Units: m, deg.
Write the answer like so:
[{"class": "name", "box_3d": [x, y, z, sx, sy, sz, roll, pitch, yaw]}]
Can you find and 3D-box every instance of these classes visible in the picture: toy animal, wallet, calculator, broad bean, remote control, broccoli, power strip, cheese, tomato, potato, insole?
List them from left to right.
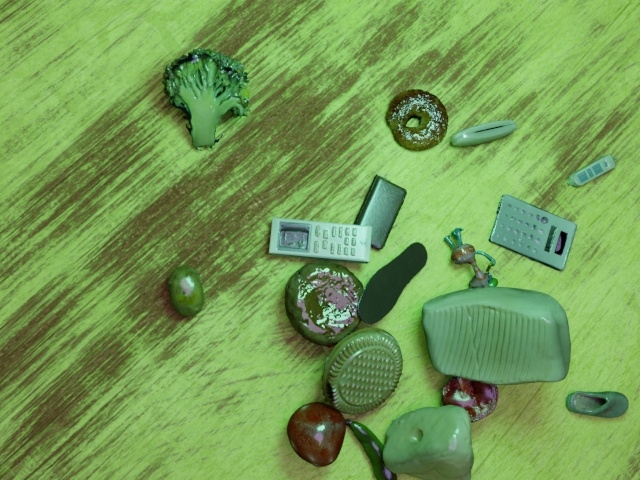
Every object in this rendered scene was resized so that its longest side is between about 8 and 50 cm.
[{"class": "potato", "box_3d": [-0.357, 0.134, 1.720, 0.091, 0.070, 0.138, -14, 86, -11]}, {"class": "broccoli", "box_3d": [-0.305, -0.407, 1.776, 0.242, 0.273, 0.180, 4, 38, -1]}, {"class": "tomato", "box_3d": [-0.008, 0.507, 1.704, 0.167, 0.167, 0.167, 1, 83, -11]}, {"class": "remote control", "box_3d": [0.000, 0.000, 1.793, 0.277, 0.055, 0.103, 5, 82, -2]}, {"class": "broad bean", "box_3d": [0.153, 0.591, 1.776, 0.065, 0.046, 0.255, -30, 88, -6]}, {"class": "wallet", "box_3d": [0.168, -0.080, 1.864, 0.110, 0.031, 0.198, 25, 79, -7]}, {"class": "insole", "box_3d": [0.204, 0.110, 1.799, 0.328, 0.007, 0.111, -42, 108, -34]}, {"class": "cheese", "box_3d": [0.334, 0.547, 1.718, 0.251, 0.248, 0.174, 31, 45, -13]}, {"class": "tomato", "box_3d": [0.418, 0.438, 1.821, 0.159, 0.091, 0.139, -32, 70, -1]}, {"class": "toy animal", "box_3d": [0.441, 0.055, 1.868, 0.103, 0.100, 0.208, -34, 86, 21]}, {"class": "calculator", "box_3d": [0.644, -0.023, 1.953, 0.261, 0.021, 0.161, 21, 80, -7]}, {"class": "power strip", "box_3d": [0.849, -0.218, 2.010, 0.191, 0.030, 0.048, -28, 90, -12]}]

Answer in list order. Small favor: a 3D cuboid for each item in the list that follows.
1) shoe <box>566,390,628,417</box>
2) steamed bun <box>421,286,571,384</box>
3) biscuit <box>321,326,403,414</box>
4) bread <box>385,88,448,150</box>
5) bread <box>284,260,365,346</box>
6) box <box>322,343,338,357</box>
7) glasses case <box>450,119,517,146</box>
[{"class": "shoe", "box_3d": [0.825, 0.482, 1.900, 0.195, 0.078, 0.079, 6, 82, -6]}, {"class": "steamed bun", "box_3d": [0.482, 0.238, 1.751, 0.383, 0.236, 0.247, -3, 105, 31]}, {"class": "biscuit", "box_3d": [0.114, 0.351, 1.730, 0.259, 0.079, 0.259, -10, 113, -24]}, {"class": "bread", "box_3d": [0.288, -0.357, 1.904, 0.193, 0.064, 0.193, 1, 86, -8]}, {"class": "bread", "box_3d": [0.011, 0.168, 1.760, 0.229, 0.123, 0.230, 2, 81, -11]}, {"class": "box", "box_3d": [0.040, 0.303, 1.803, 0.058, 0.015, 0.093, -26, 89, -14]}, {"class": "glasses case", "box_3d": [0.486, -0.319, 1.928, 0.204, 0.081, 0.051, -13, 84, -14]}]
